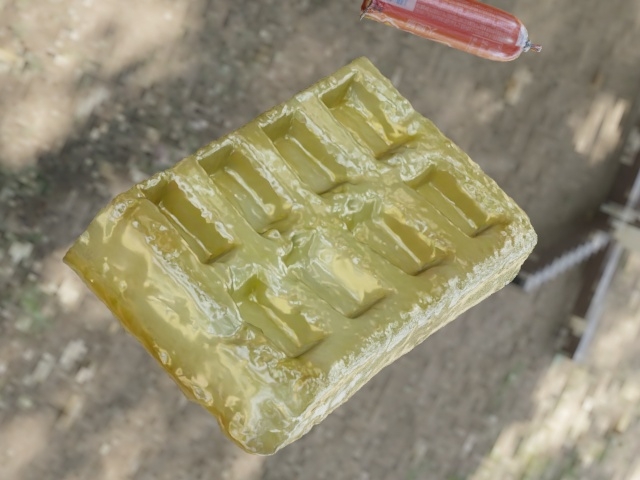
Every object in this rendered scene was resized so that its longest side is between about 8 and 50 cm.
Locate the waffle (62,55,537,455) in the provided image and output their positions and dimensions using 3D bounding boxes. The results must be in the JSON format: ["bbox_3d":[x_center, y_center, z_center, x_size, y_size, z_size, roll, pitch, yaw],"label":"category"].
[{"bbox_3d":[0.000,0.000,1.057,0.274,0.168,0.057,-32,163,-45],"label":"waffle"}]

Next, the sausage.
[{"bbox_3d":[0.105,-0.174,1.426,0.050,0.145,0.048,-120,-132,-84],"label":"sausage"}]
